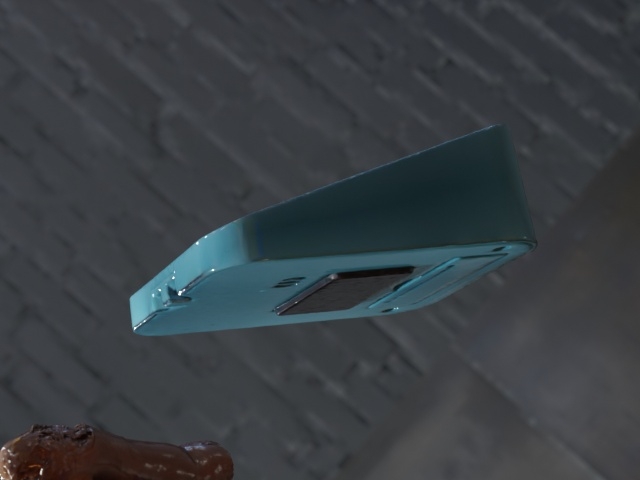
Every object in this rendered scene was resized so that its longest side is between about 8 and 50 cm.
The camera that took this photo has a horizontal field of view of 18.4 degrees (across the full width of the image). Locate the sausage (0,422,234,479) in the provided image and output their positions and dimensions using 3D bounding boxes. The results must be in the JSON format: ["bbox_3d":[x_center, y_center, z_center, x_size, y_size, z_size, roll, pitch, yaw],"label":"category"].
[{"bbox_3d":[-0.195,0.219,1.909,0.078,0.078,0.304,40,-165,34],"label":"sausage"}]

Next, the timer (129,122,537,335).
[{"bbox_3d":[0.000,0.000,1.401,0.232,0.250,0.091,-33,68,63],"label":"timer"}]
